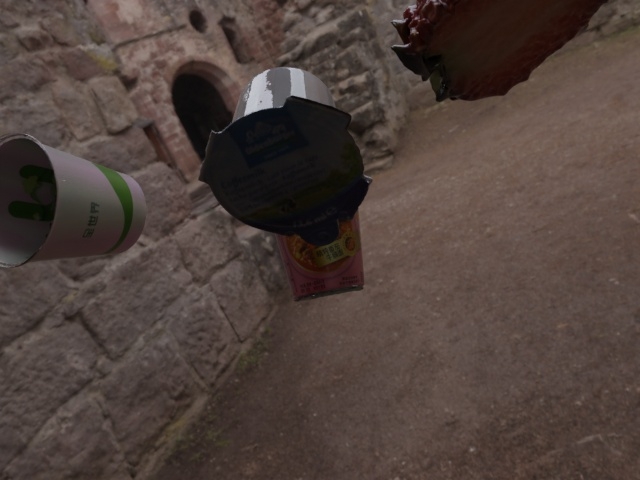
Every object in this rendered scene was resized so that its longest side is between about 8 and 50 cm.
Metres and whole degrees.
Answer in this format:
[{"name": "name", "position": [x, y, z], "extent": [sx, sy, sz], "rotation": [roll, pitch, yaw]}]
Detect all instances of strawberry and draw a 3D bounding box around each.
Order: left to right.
[{"name": "strawberry", "position": [0.248, -0.316, 0.714], "extent": [0.306, 0.137, 0.233], "rotation": [-33, -31, 27]}]

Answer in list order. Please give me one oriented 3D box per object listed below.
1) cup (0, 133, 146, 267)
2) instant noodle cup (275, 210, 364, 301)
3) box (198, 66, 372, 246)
[{"name": "cup", "position": [-0.521, -0.069, 1.149], "extent": [0.253, 0.253, 0.274], "rotation": [-20, -11, 25]}, {"name": "instant noodle cup", "position": [0.000, 0.000, 1.266], "extent": [0.244, 0.255, 0.244], "rotation": [-11, -9, -2]}, {"name": "box", "position": [-0.042, -0.157, 0.961], "extent": [0.262, 0.291, 0.206], "rotation": [-21, 42, 18]}]
